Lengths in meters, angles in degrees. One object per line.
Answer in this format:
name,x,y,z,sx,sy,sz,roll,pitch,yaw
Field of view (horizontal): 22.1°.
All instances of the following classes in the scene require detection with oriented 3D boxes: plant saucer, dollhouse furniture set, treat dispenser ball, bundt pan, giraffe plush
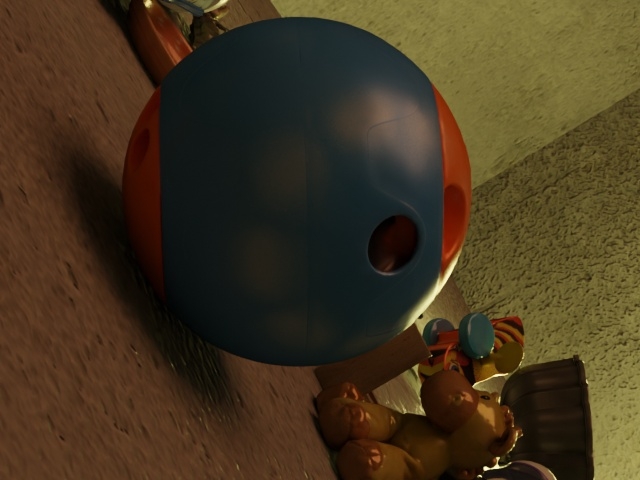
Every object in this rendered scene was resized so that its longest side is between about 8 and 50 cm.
plant saucer,-0.176,-0.209,1.974,0.200,0.037,0.200,58,6,-10
dollhouse furniture set,0.066,0.129,1.874,0.144,0.123,0.151,63,9,32
treat dispenser ball,-0.020,-0.040,1.353,0.288,0.288,0.288,57,7,-12
bundt pan,0.333,0.339,2.471,0.331,0.124,0.331,-2,90,-88
giraffe plush,0.116,0.208,1.698,0.210,0.170,0.181,52,10,-44

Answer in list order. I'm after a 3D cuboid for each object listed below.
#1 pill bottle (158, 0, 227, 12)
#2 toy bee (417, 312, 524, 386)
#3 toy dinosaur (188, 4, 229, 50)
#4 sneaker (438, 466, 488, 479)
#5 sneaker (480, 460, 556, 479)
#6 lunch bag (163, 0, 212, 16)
pill bottle,-0.177,-0.401,2.290,0.153,0.153,0.265,57,7,-16
toy bee,0.202,0.195,2.533,0.195,0.298,0.162,162,-73,-63
toy dinosaur,-0.148,-0.263,2.328,0.118,0.064,0.268,52,14,-20
sneaker,0.137,0.311,1.827,0.227,0.130,0.087,31,-3,30
sneaker,0.238,0.430,1.938,0.236,0.130,0.323,-14,87,-62
lunch bag,-0.211,-0.376,1.980,0.243,0.115,0.303,47,8,2
